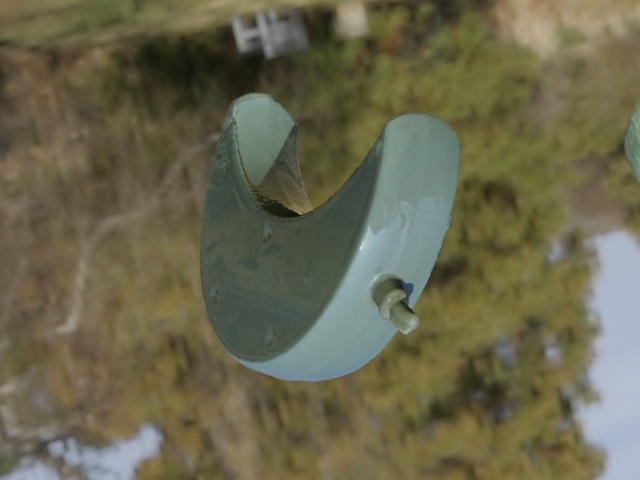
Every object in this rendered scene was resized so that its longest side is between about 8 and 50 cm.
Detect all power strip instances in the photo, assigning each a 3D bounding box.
[{"bbox_3d":[0.000,0.000,1.143,0.054,0.168,0.253,12,-177,-28],"label":"power strip"}]

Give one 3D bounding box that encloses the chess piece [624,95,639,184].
[{"bbox_3d":[0.290,0.017,0.882,0.194,0.299,0.194,-28,157,-13],"label":"chess piece"}]
